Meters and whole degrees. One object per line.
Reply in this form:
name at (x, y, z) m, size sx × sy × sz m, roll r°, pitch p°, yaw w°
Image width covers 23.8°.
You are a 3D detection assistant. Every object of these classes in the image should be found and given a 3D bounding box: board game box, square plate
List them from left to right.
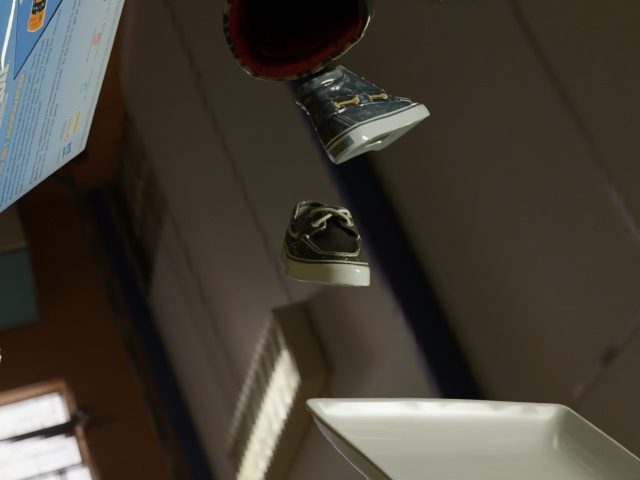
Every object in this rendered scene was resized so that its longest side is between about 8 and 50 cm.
board game box at (-0.141, -0.134, 0.793) m, size 0.027 × 0.145 × 0.281 m, roll 28°, pitch -54°, yaw 9°
square plate at (0.202, 0.244, 1.377) m, size 0.344 × 0.347 × 0.049 m, roll 39°, pitch -63°, yaw 49°

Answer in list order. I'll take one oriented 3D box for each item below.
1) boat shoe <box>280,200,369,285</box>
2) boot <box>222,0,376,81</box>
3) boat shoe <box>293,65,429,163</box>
boat shoe at (0.000, 0.000, 1.505) m, size 0.219 × 0.077 × 0.070 m, roll -144°, pitch -120°, yaw -75°
boot at (0.044, -0.324, 1.270) m, size 0.377 × 0.138 × 0.284 m, roll -44°, pitch -160°, yaw 50°
boat shoe at (0.044, -0.134, 1.505) m, size 0.065 × 0.183 × 0.083 m, roll -35°, pitch -96°, yaw 28°
